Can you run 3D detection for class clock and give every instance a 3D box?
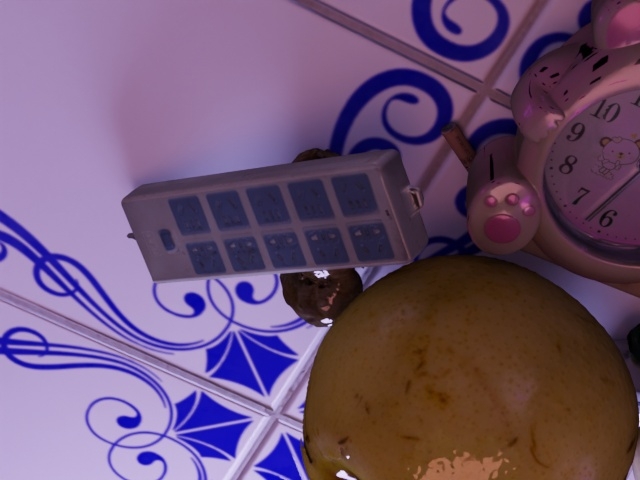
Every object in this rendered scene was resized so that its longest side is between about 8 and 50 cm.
[{"bbox_3d":[0.312,-0.087,1.390,0.284,0.114,0.309,22,124,-7],"label":"clock"}]

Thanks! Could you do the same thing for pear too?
[{"bbox_3d":[0.146,0.182,1.470,0.348,0.348,0.348,4,126,5],"label":"pear"}]

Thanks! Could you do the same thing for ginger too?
[{"bbox_3d":[0.000,0.000,1.516,0.104,0.080,0.204,27,133,30],"label":"ginger"}]

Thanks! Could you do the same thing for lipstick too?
[{"bbox_3d":[0.153,-0.079,1.476,0.019,0.019,0.094,-26,118,24],"label":"lipstick"}]

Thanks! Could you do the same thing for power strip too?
[{"bbox_3d":[-0.059,-0.018,1.458,0.367,0.043,0.106,-6,113,37],"label":"power strip"}]

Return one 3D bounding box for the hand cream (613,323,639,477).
[{"bbox_3d":[0.313,0.223,1.649,0.121,0.076,0.336,16,132,-2],"label":"hand cream"}]

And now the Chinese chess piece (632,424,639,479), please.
[{"bbox_3d":[0.452,0.204,1.507,0.270,0.112,0.270,-19,136,-20],"label":"Chinese chess piece"}]
